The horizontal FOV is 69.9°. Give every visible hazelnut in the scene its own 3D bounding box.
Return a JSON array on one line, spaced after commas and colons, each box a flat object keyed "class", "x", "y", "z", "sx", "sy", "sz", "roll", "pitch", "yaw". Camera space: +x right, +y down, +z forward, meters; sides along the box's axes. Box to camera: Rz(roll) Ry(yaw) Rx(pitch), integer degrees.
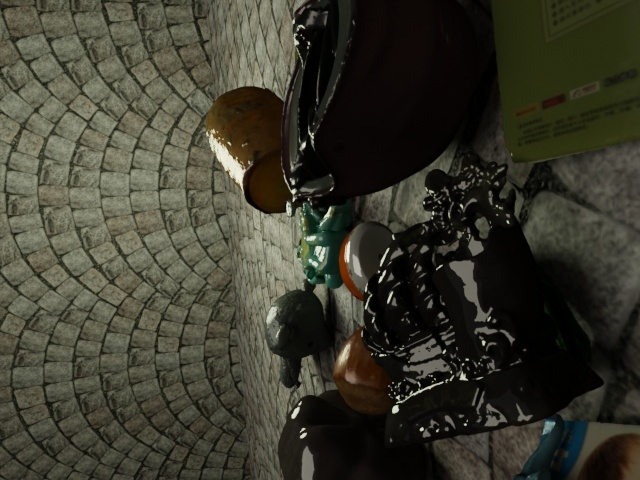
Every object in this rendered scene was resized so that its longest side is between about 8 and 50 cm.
[{"class": "hazelnut", "x": 0.088, "y": 0.198, "z": 0.733, "sx": 0.150, "sy": 0.151, "sz": 0.150, "roll": 173, "pitch": 90, "yaw": -71}]

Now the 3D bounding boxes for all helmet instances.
[{"class": "helmet", "x": 0.061, "y": -0.180, "z": 0.571, "sx": 0.338, "sy": 0.198, "sz": 0.270, "roll": 128, "pitch": 141, "yaw": -74}]

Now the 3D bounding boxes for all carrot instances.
[{"class": "carrot", "x": -0.144, "y": -0.227, "z": 1.103, "sx": 0.224, "sy": 0.225, "sz": 0.340, "roll": 101, "pitch": 151, "yaw": -42}]

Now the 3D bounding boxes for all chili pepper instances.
[{"class": "chili pepper", "x": 0.202, "y": 0.054, "z": 0.471, "sx": 0.182, "sy": 0.050, "sz": 0.073, "roll": 46, "pitch": 120, "yaw": 47}]

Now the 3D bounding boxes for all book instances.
[{"class": "book", "x": 0.219, "y": -0.247, "z": 0.336, "sx": 0.239, "sy": 0.035, "sz": 0.351, "roll": 180, "pitch": 84, "yaw": -69}]

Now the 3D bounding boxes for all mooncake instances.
[{"class": "mooncake", "x": 0.052, "y": 0.354, "z": 0.750, "sx": 0.245, "sy": 0.245, "sz": 0.133, "roll": 39, "pitch": 112, "yaw": 64}]

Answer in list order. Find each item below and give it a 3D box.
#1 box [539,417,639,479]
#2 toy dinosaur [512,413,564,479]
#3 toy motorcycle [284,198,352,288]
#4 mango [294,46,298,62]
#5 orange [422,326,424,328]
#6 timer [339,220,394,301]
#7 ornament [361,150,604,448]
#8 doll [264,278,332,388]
[{"class": "box", "x": 0.216, "y": 0.252, "z": 0.279, "sx": 0.273, "sy": 0.048, "sz": 0.265, "roll": -63, "pitch": 6, "yaw": -24}, {"class": "toy dinosaur", "x": 0.174, "y": 0.214, "z": 0.365, "sx": 0.045, "sy": 0.197, "sz": 0.080, "roll": 28, "pitch": 139, "yaw": 12}, {"class": "toy motorcycle", "x": 0.000, "y": -0.001, "z": 0.953, "sx": 0.296, "sy": 0.110, "sz": 0.198, "roll": 101, "pitch": 151, "yaw": -46}, {"class": "mango", "x": 0.011, "y": -0.308, "z": 0.849, "sx": 0.122, "sy": 0.086, "sz": 0.190, "roll": -47, "pitch": 62, "yaw": 53}, {"class": "orange", "x": 0.138, "y": 0.108, "z": 0.605, "sx": 0.160, "sy": 0.113, "sz": 0.169, "roll": -128, "pitch": 47, "yaw": -57}, {"class": "timer", "x": 0.076, "y": 0.040, "z": 0.755, "sx": 0.136, "sy": 0.100, "sz": 0.136, "roll": -174, "pitch": 90, "yaw": -69}, {"class": "ornament", "x": 0.121, "y": 0.059, "z": 0.473, "sx": 0.251, "sy": 0.106, "sz": 0.260, "roll": -46, "pitch": 53, "yaw": 48}, {"class": "doll", "x": -0.043, "y": 0.245, "z": 1.167, "sx": 0.340, "sy": 0.158, "sz": 0.245, "roll": 83, "pitch": -161, "yaw": -51}]
